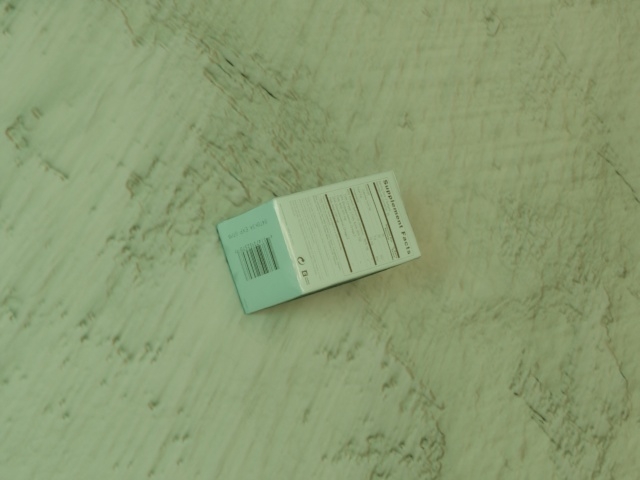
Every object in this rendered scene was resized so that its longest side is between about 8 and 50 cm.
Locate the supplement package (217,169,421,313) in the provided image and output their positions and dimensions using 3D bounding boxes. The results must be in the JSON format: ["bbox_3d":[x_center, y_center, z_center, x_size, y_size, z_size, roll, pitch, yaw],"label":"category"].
[{"bbox_3d":[0.000,0.000,1.498,0.179,0.105,0.105,-15,85,-42],"label":"supplement package"}]
